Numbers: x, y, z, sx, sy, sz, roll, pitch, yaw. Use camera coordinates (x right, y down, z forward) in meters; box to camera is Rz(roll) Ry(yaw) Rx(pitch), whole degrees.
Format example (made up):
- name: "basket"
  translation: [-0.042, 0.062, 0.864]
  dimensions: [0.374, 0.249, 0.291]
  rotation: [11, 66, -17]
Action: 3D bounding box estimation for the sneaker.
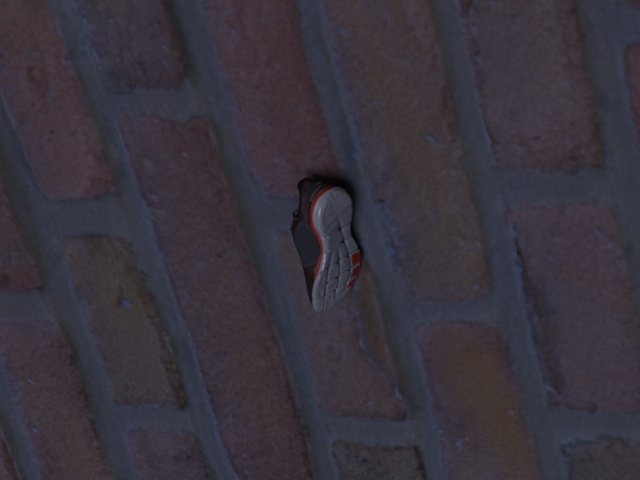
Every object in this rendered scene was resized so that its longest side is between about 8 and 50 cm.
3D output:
- name: "sneaker"
  translation: [0.000, 0.000, 1.866]
  dimensions: [0.065, 0.061, 0.158]
  rotation: [35, 135, 39]
